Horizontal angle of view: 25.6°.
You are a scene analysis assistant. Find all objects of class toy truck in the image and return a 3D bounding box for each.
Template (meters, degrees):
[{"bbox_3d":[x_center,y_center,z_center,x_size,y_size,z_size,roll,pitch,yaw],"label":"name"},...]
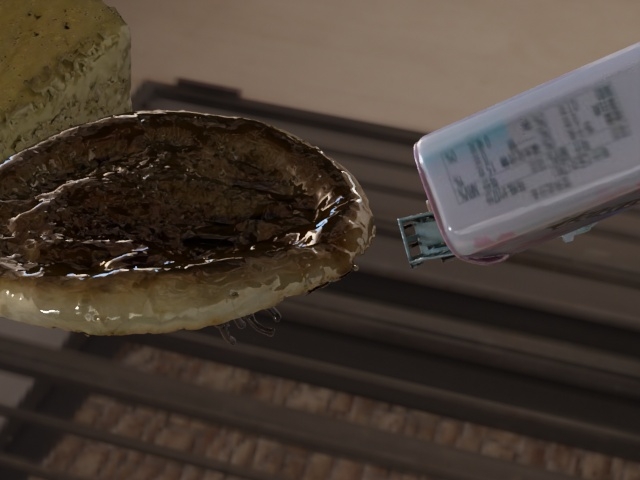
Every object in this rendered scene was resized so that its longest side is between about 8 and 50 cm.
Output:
[{"bbox_3d":[0.184,-0.025,1.445,0.115,0.177,0.080,-20,-84,-50],"label":"toy truck"}]

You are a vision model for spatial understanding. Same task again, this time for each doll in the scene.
[{"bbox_3d":[-0.139,0.086,2.133,0.165,0.139,0.057,49,-125,-22],"label":"doll"}]

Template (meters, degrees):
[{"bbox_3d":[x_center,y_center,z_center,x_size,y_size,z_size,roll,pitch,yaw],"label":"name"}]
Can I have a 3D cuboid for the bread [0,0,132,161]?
[{"bbox_3d":[-0.356,-0.109,1.439,0.315,0.279,0.248,-36,-33,-39],"label":"bread"}]

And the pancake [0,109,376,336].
[{"bbox_3d":[-0.122,-0.022,1.135,0.356,0.356,0.065,-56,-26,-58],"label":"pancake"}]

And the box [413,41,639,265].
[{"bbox_3d":[0.271,-0.093,1.047,0.190,0.369,0.112,-6,-104,-65],"label":"box"}]
